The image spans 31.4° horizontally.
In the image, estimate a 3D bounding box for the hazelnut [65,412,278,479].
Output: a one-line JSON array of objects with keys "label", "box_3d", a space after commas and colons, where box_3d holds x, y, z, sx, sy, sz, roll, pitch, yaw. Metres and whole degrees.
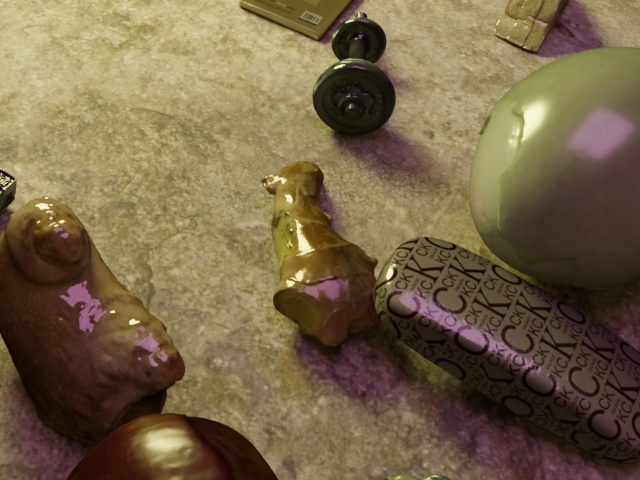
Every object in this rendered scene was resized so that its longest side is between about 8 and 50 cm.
[{"label": "hazelnut", "box_3d": [-0.138, 0.254, 0.997, 0.229, 0.229, 0.229, 6, 47, -6]}]

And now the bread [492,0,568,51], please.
[{"label": "bread", "box_3d": [0.334, -0.354, 1.767, 0.077, 0.105, 0.152, 27, 17, 14]}]

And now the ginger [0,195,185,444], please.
[{"label": "ginger", "box_3d": [-0.244, 0.072, 1.140, 0.275, 0.221, 0.130, 31, 40, 28]}]

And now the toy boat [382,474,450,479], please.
[{"label": "toy boat", "box_3d": [0.029, 0.324, 1.034, 0.108, 0.099, 0.293, 33, 43, 19]}]

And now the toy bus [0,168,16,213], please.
[{"label": "toy bus", "box_3d": [-0.400, -0.028, 1.300, 0.037, 0.052, 0.131, 29, 51, 9]}]

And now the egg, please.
[{"label": "egg", "box_3d": [0.315, -0.080, 1.337, 0.336, 0.278, 0.278, -20, 55, -30]}]

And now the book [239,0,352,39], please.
[{"label": "book", "box_3d": [-0.018, -0.382, 1.727, 0.138, 0.016, 0.199, 25, 48, 12]}]

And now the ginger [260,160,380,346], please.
[{"label": "ginger", "box_3d": [0.000, 0.000, 1.337, 0.131, 0.086, 0.295, -2, 44, -8]}]

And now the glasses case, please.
[{"label": "glasses case", "box_3d": [0.223, 0.117, 1.247, 0.354, 0.085, 0.137, 30, 47, 3]}]

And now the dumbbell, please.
[{"label": "dumbbell", "box_3d": [0.049, -0.242, 1.560, 0.110, 0.110, 0.254, 9, 40, -3]}]
